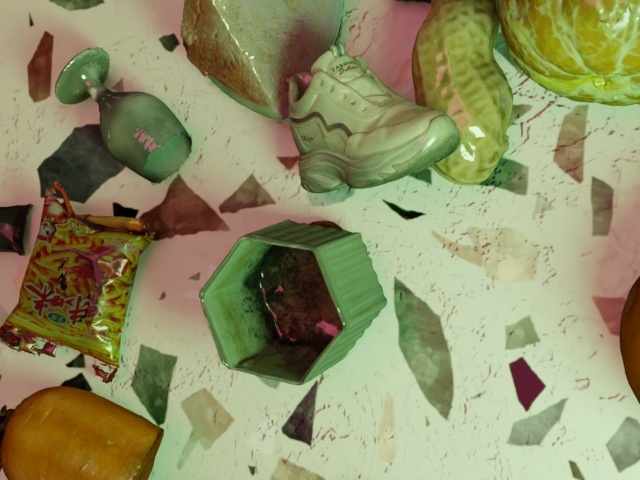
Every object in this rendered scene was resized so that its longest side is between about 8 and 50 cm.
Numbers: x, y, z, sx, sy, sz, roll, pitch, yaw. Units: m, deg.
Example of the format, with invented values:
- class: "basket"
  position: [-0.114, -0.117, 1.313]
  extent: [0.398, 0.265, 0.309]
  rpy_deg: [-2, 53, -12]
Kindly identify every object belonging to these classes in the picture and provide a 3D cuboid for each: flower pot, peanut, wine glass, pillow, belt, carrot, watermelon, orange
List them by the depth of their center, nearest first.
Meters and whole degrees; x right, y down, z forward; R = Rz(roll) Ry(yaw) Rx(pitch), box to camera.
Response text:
- class: "orange"
  position: [0.411, -0.323, 1.734]
  extent: [0.329, 0.329, 0.249]
  rpy_deg: [-2, 74, 19]
- class: "flower pot"
  position: [-0.037, 0.087, 1.887]
  extent: [0.239, 0.189, 0.209]
  rpy_deg: [10, 102, 22]
- class: "peanut"
  position: [0.213, -0.244, 1.894]
  extent: [0.153, 0.140, 0.325]
  rpy_deg: [0, 79, 9]
- class: "belt"
  position: [0.000, 0.000, 1.989]
  extent: [0.083, 0.036, 0.059]
  rpy_deg: [-21, 70, 15]
- class: "carrot"
  position: [-0.395, 0.335, 2.002]
  extent: [0.331, 0.214, 0.193]
  rpy_deg: [18, 72, 20]
- class: "watermelon"
  position: [-0.115, -0.403, 2.010]
  extent: [0.222, 0.319, 0.292]
  rpy_deg: [8, 56, 53]
- class: "wine glass"
  position: [-0.325, -0.207, 2.087]
  extent: [0.241, 0.126, 0.126]
  rpy_deg: [41, 97, 22]
- class: "pillow"
  position: [-0.574, -0.019, 2.190]
  extent: [0.150, 0.048, 0.090]
  rpy_deg: [0, 91, 16]

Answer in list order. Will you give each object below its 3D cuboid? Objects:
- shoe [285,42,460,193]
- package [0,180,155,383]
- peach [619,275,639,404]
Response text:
- class: "shoe"
  position: [0.055, -0.187, 1.844]
  extent: [0.342, 0.132, 0.210]
  rpy_deg: [-5, 106, 57]
- class: "package"
  position: [-0.395, 0.069, 2.087]
  extent: [0.223, 0.108, 0.288]
  rpy_deg: [20, 97, 16]
- class: "peach"
  position: [0.551, 0.120, 1.626]
  extent: [0.343, 0.343, 0.302]
  rpy_deg: [-39, 90, 11]
